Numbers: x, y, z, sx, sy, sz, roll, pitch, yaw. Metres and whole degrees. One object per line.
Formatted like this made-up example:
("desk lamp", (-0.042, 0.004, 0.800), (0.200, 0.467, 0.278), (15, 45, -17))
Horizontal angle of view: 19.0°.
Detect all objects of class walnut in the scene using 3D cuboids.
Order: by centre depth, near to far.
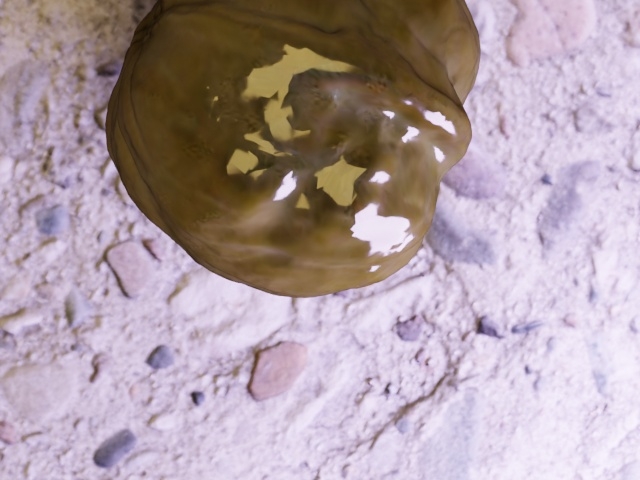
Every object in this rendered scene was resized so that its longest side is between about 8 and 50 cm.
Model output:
("walnut", (-0.020, -0.108, 1.469), (0.277, 0.282, 0.253), (21, 139, -24))
